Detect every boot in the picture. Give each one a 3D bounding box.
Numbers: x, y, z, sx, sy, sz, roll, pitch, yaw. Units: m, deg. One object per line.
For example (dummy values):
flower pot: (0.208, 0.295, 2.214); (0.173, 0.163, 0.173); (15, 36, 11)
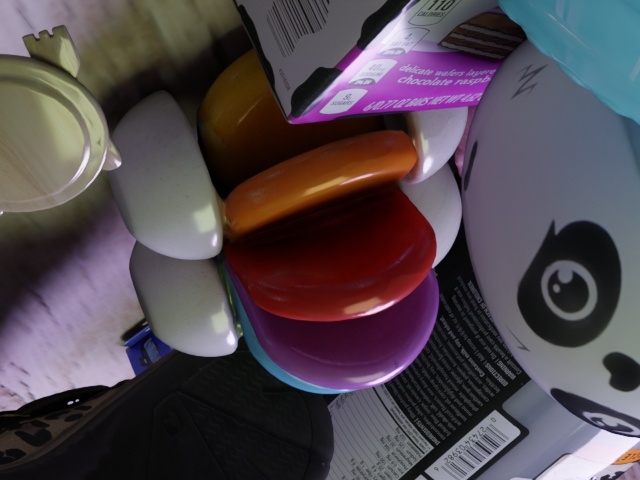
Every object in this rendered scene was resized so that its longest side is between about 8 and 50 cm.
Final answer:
boot: (-0.201, 0.173, 0.835); (0.284, 0.138, 0.377); (-21, -170, 47)

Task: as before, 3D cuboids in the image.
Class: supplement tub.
supplement tub: (0.087, 0.090, 1.014); (0.194, 0.193, 0.316); (-4, 146, -48)

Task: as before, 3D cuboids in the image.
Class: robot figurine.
robot figurine: (0.190, -0.027, 0.622); (0.278, 0.209, 0.173); (-16, 172, 9)

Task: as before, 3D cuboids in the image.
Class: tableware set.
tableware set: (-0.159, -0.041, 0.541); (0.169, 0.020, 0.141); (-26, 130, 20)

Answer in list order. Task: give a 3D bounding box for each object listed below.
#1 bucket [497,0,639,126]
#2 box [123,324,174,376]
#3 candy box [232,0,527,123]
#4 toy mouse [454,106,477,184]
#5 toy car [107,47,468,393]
bucket: (0.138, -0.144, 0.353); (0.281, 0.281, 0.183); (-24, 168, 0)
box: (-0.058, 0.057, 1.062); (0.081, 0.028, 0.136); (-37, 161, 35)
candy box: (0.094, -0.135, 0.626); (0.159, 0.071, 0.233); (-9, 156, -39)
toy mouse: (0.105, -0.069, 0.806); (0.143, 0.031, 0.161); (26, 94, -56)
toy car: (0.000, 0.000, 0.755); (0.159, 0.136, 0.182); (-21, 147, -13)
